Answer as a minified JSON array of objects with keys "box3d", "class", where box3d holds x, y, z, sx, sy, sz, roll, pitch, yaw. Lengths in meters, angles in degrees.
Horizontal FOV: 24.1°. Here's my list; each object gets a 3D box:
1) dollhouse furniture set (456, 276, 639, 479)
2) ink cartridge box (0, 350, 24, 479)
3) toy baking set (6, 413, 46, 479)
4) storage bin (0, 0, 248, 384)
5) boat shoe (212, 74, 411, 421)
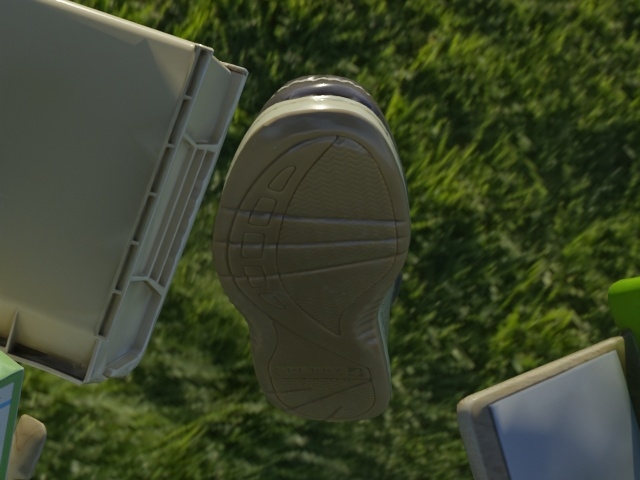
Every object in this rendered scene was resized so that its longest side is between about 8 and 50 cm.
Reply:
[{"box3d":[0.177,0.090,0.338,0.151,0.301,0.197,-17,92,-34],"class":"dollhouse furniture set"},{"box3d":[-0.261,0.103,1.002,0.109,0.209,0.062,33,38,24],"class":"ink cartridge box"},{"box3d":[-0.321,0.222,1.181,0.030,0.256,0.197,22,61,-54],"class":"toy baking set"},{"box3d":[-0.228,-0.056,1.115,0.262,0.123,0.260,20,88,7],"class":"storage bin"},{"box3d":[0.000,0.000,0.826,0.103,0.285,0.092,-2,54,5],"class":"boat shoe"}]
